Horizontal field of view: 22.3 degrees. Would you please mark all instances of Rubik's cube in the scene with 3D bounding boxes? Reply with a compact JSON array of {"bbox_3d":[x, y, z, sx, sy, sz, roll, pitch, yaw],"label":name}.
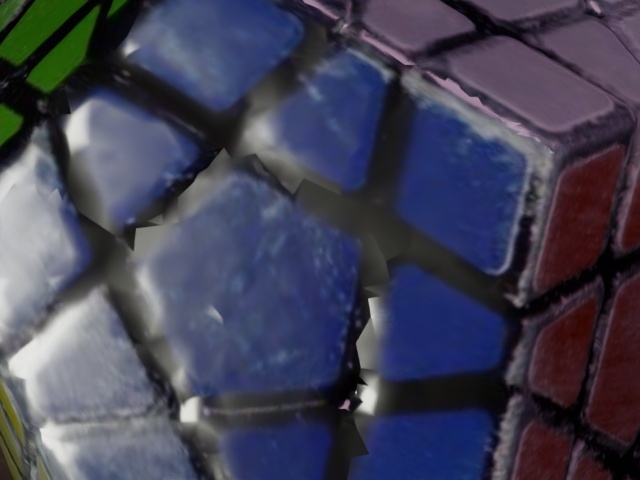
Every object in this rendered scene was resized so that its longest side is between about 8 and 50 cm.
[{"bbox_3d":[0.000,0.000,0.595,0.319,0.319,0.264,27,10,5],"label":"Rubik's cube"}]
